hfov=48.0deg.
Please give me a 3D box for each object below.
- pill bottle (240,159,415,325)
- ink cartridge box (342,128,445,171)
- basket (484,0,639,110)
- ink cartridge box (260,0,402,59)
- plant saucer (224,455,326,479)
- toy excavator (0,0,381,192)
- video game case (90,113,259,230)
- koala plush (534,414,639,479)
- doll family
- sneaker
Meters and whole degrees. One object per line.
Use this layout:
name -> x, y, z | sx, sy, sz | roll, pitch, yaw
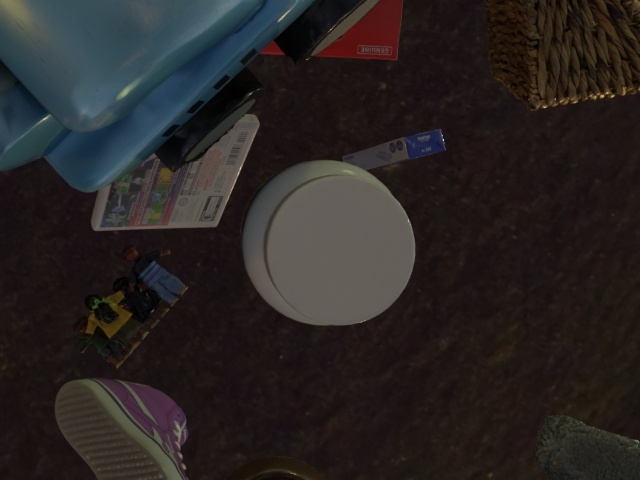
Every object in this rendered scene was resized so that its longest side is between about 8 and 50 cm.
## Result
pill bottle -> 0.000, 0.000, 0.592 | 0.131, 0.229, 0.131 | 0, 94, -7
ink cartridge box -> 0.142, -0.174, 1.433 | 0.097, 0.207, 0.046 | -16, 94, -32
basket -> 0.378, -0.336, 1.060 | 0.223, 0.299, 0.214 | -8, 113, 5
ink cartridge box -> 0.004, -0.429, 1.190 | 0.296, 0.066, 0.261 | 1, 116, -5
plant saucer -> -0.053, 0.346, 0.863 | 0.168, 0.168, 0.029 | -38, 171, -19
toy excavator -> -0.199, -0.113, 0.438 | 0.433, 0.222, 0.445 | -37, -174, 24
video game case -> -0.195, -0.090, 0.955 | 0.183, 0.023, 0.201 | -3, 140, -33
koala plush -> 0.290, 0.287, 0.722 | 0.221, 0.203, 0.196 | 83, 16, -75
doll family -> -0.289, 0.091, 1.070 | 0.111, 0.076, 0.193 | 42, 65, -5
sneaker -> -0.194, 0.275, 0.898 | 0.102, 0.282, 0.161 | -50, 150, 13
